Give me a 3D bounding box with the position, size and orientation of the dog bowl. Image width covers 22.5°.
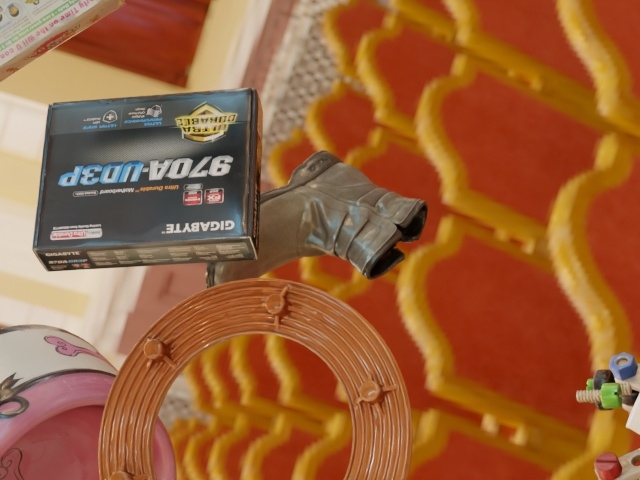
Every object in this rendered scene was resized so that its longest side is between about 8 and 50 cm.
[{"bbox_3d":[-0.344,0.314,1.911,0.150,0.408,0.407,21,96,39],"label":"dog bowl"}]

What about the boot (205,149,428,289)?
[{"bbox_3d":[0.000,0.000,1.807,0.246,0.161,0.083,-43,-33,-30],"label":"boot"}]

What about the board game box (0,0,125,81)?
[{"bbox_3d":[-0.439,-0.392,2.155,0.224,0.303,0.097,-32,-1,1],"label":"board game box"}]

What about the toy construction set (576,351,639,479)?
[{"bbox_3d":[0.527,0.306,2.286,0.257,0.237,0.308,-37,-62,-64],"label":"toy construction set"}]

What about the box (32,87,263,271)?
[{"bbox_3d":[-0.169,-0.061,1.607,0.051,0.220,0.175,73,-163,-61],"label":"box"}]

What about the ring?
[{"bbox_3d":[-0.073,0.198,1.610,0.032,0.337,0.336,38,-115,-66],"label":"ring"}]

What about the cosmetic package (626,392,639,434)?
[{"bbox_3d":[0.576,0.212,1.899,0.197,0.366,0.155,-43,-26,-36],"label":"cosmetic package"}]
